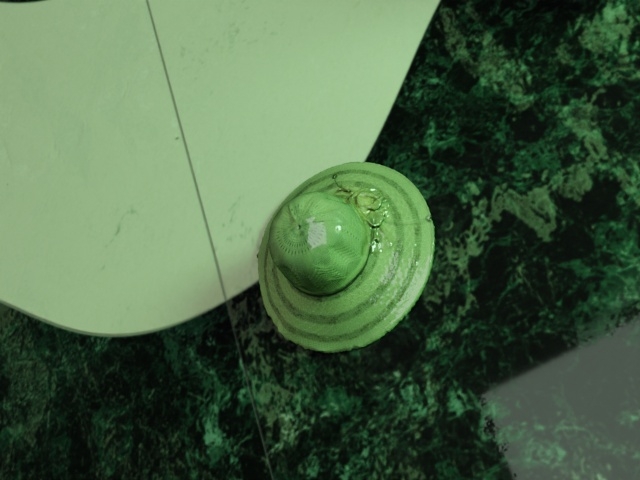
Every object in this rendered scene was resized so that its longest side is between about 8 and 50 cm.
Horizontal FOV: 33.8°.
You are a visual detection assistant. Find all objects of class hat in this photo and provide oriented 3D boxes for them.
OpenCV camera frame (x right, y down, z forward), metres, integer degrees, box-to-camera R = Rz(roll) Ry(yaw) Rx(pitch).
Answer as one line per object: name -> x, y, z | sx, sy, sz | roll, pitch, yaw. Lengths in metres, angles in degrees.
hat -> 0.000, 0.000, 1.245 | 0.252, 0.110, 0.252 | -12, 64, 26
